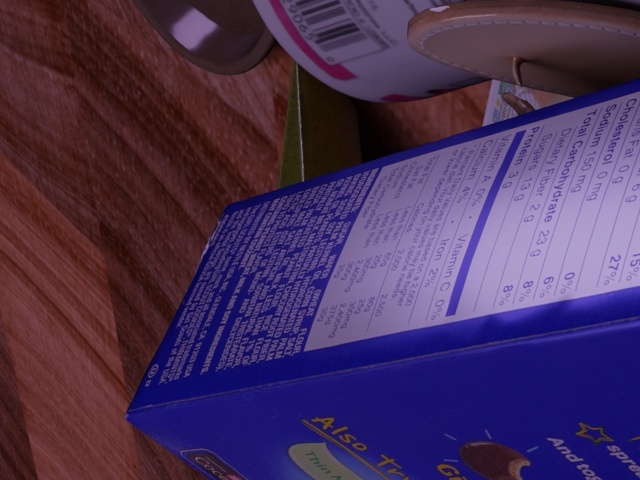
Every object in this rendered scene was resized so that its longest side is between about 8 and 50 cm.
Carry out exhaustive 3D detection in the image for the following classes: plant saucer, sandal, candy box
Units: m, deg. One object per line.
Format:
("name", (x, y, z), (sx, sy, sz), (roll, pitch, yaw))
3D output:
("plant saucer", (0.000, 0.000, 1.095), (0.188, 0.045, 0.188), (99, 171, -50))
("sandal", (0.149, -0.032, 0.642), (0.088, 0.240, 0.079), (142, 137, -73))
("candy box", (0.131, 0.071, 0.619), (0.317, 0.122, 0.268), (-14, 135, 46))
("plant saucer", (-0.095, -0.248, 1.118), (0.278, 0.041, 0.278), (42, 146, 36))

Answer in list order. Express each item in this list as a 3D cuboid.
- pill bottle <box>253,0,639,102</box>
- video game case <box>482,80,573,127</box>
("pill bottle", (0.105, -0.156, 0.668), (0.283, 0.160, 0.160), (-8, 107, 51))
("video game case", (0.167, -0.065, 0.820), (0.206, 0.026, 0.227), (47, 150, 29))
